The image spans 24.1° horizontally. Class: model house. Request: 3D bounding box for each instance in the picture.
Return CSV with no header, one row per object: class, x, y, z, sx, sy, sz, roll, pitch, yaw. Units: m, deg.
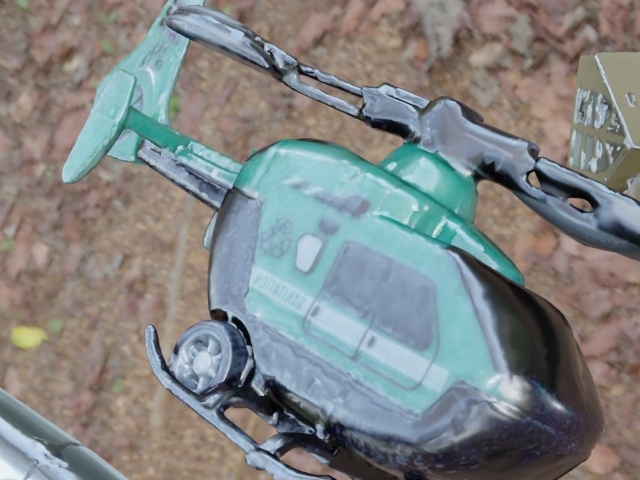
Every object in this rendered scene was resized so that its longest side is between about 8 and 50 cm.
model house,0.283,-0.041,1.005,0.248,0.181,0.176,-130,40,-77

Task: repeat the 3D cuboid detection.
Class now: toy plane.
toy plane,0.000,0.000,0.599,0.382,0.106,0.155,30,90,48

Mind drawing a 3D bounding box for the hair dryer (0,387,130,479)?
hair dryer,-0.263,0.146,0.888,0.320,0.284,0.155,35,123,39
